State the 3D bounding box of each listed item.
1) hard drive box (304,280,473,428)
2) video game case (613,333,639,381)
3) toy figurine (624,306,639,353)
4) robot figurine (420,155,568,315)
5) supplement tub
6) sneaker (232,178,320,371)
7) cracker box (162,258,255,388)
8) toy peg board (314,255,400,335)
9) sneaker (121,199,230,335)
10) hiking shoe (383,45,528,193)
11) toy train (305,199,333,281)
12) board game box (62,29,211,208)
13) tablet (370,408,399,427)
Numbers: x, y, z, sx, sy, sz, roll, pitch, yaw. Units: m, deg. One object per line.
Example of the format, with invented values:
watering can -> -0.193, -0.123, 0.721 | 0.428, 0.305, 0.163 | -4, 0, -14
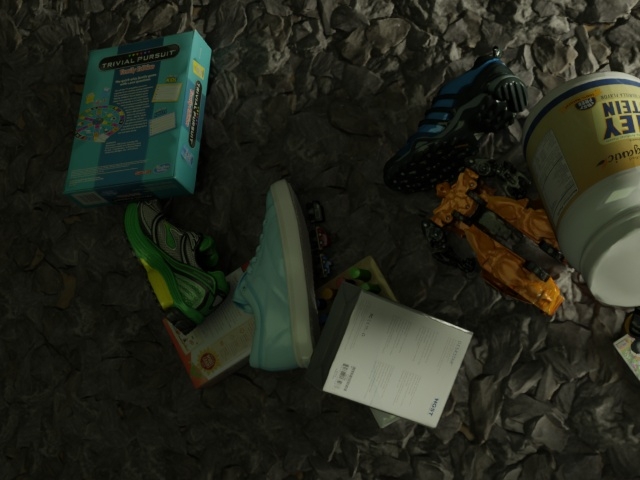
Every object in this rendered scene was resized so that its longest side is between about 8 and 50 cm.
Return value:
hard drive box -> 0.116, 0.195, 1.533 | 0.232, 0.089, 0.181 | 23, 88, -23
video game case -> 0.551, 0.196, 1.481 | 0.087, 0.011, 0.122 | -37, 72, 13
toy figurine -> 0.594, 0.156, 1.395 | 0.213, 0.148, 0.209 | -31, 67, 10
robot figurine -> 0.317, -0.011, 1.559 | 0.291, 0.085, 0.211 | 39, 97, 20
supplement tub -> 0.454, -0.080, 1.381 | 0.228, 0.228, 0.316 | -25, 47, 17
sneaker -> -0.092, 0.059, 1.627 | 0.150, 0.135, 0.366 | -10, 62, 6
cracker box -> -0.169, 0.161, 1.738 | 0.232, 0.067, 0.156 | -33, 73, 15
toy peg board -> 0.057, 0.132, 1.647 | 0.160, 0.079, 0.161 | -33, 72, 14
sneaker -> -0.273, 0.026, 1.748 | 0.146, 0.134, 0.343 | -34, 53, -3
hiking shoe -> 0.232, -0.204, 1.624 | 0.304, 0.113, 0.132 | -38, 41, 19
toy train -> 0.000, 0.000, 1.715 | 0.036, 0.027, 0.158 | -10, 79, 9
board game box -> -0.362, -0.241, 1.812 | 0.253, 0.079, 0.336 | -6, 65, 21
tablet -> 0.131, 0.297, 1.636 | 0.083, 0.006, 0.054 | -33, 73, 14
